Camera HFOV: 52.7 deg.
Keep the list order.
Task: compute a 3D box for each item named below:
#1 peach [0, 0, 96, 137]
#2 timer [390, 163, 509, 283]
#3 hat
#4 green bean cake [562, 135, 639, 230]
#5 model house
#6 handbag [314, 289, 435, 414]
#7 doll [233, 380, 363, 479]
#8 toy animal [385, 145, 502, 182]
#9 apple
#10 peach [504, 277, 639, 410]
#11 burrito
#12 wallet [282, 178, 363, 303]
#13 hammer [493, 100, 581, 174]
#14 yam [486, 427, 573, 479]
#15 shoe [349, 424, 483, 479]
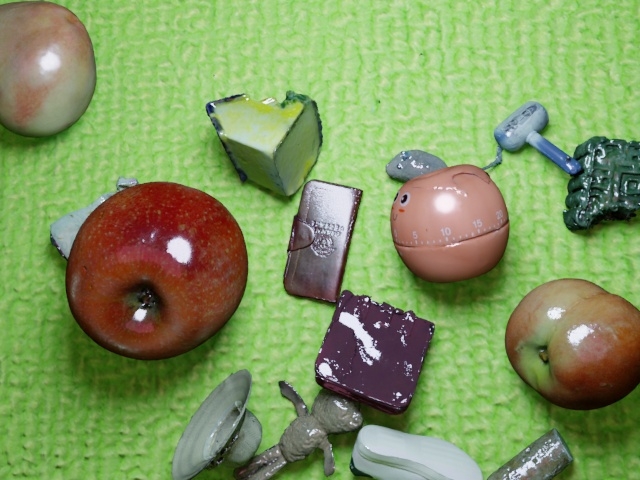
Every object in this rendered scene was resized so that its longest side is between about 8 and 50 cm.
[{"bbox_3d":[-0.622,-0.375,1.390,0.292,0.247,0.292,1,92,26],"label":"peach"},{"bbox_3d":[0.250,-0.034,1.259,0.230,0.229,0.214,-11,97,4],"label":"timer"},{"bbox_3d":[-0.176,0.387,1.272,0.110,0.252,0.252,39,87,-16],"label":"hat"},{"bbox_3d":[0.612,-0.104,1.298,0.208,0.107,0.193,9,82,6],"label":"green bean cake"},{"bbox_3d":[-0.125,-0.219,1.352,0.211,0.194,0.170,22,71,20],"label":"model house"},{"bbox_3d":[0.106,0.220,1.288,0.203,0.074,0.216,19,60,5],"label":"handbag"},{"bbox_3d":[-0.037,0.406,1.298,0.203,0.091,0.286,19,70,41],"label":"doll"},{"bbox_3d":[0.264,-0.156,1.362,0.253,0.070,0.079,-3,97,2],"label":"toy animal"},{"bbox_3d":[-0.314,0.061,1.258,0.349,0.277,0.348,1,112,2],"label":"apple"},{"bbox_3d":[0.481,0.189,1.199,0.252,0.252,0.252,-1,82,6],"label":"peach"},{"bbox_3d":[-0.463,-0.031,1.407,0.229,0.089,0.144,-35,94,0],"label":"burrito"},{"bbox_3d":[0.000,0.000,1.381,0.137,0.031,0.255,11,83,7],"label":"wallet"},{"bbox_3d":[0.455,-0.199,1.320,0.116,0.069,0.194,-40,57,-1],"label":"hammer"},{"bbox_3d":[0.410,0.444,1.253,0.179,0.078,0.078,-36,80,-1],"label":"yam"},{"bbox_3d":[0.182,0.448,1.277,0.265,0.095,0.110,22,121,-6],"label":"shoe"}]
